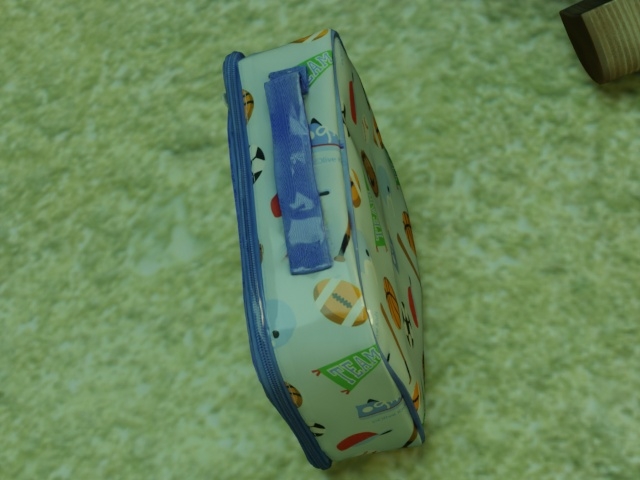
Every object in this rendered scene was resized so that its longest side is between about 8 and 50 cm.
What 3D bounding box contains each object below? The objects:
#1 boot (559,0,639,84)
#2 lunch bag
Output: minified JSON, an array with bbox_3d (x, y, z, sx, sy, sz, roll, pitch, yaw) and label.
[{"bbox_3d":[0.273,-0.285,1.308,0.220,0.283,0.109,-27,16,-6],"label":"boot"},{"bbox_3d":[0.000,0.000,1.234,0.115,0.243,0.303,-14,60,9],"label":"lunch bag"}]
